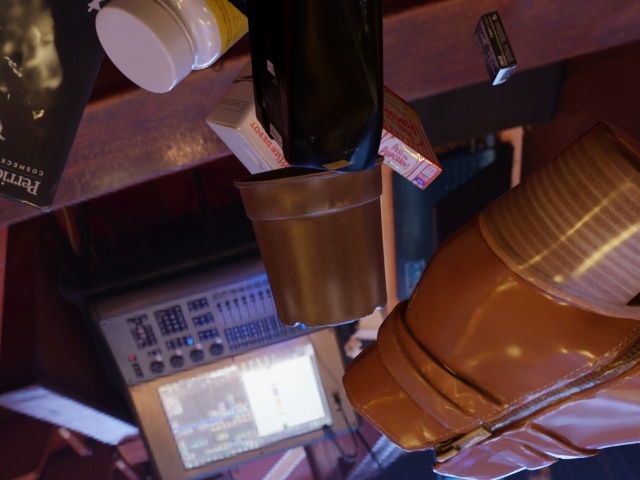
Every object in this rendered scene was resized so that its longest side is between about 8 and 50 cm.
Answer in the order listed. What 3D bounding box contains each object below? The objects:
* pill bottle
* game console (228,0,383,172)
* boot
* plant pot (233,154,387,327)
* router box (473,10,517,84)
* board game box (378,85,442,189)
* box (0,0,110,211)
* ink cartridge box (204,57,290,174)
[{"bbox_3d":[-0.123,-0.252,0.813,0.208,0.119,0.119,-51,142,-29],"label":"pill bottle"},{"bbox_3d":[-0.037,-0.189,0.454,0.044,0.361,0.213,-9,116,-13],"label":"game console"},{"bbox_3d":[0.171,0.092,0.446,0.283,0.109,0.220,33,121,-14],"label":"boot"},{"bbox_3d":[0.000,0.000,0.871,0.167,0.167,0.165,-11,100,-8],"label":"plant pot"},{"bbox_3d":[0.354,-0.390,1.601,0.038,0.122,0.092,-18,171,0],"label":"router box"},{"bbox_3d":[0.097,-0.178,1.191,0.147,0.193,0.045,30,118,-29],"label":"board game box"},{"bbox_3d":[-0.585,-0.356,1.235,0.480,0.297,0.472,18,96,-22],"label":"box"},{"bbox_3d":[-0.084,-0.284,1.659,0.273,0.114,0.197,-57,135,-17],"label":"ink cartridge box"}]
